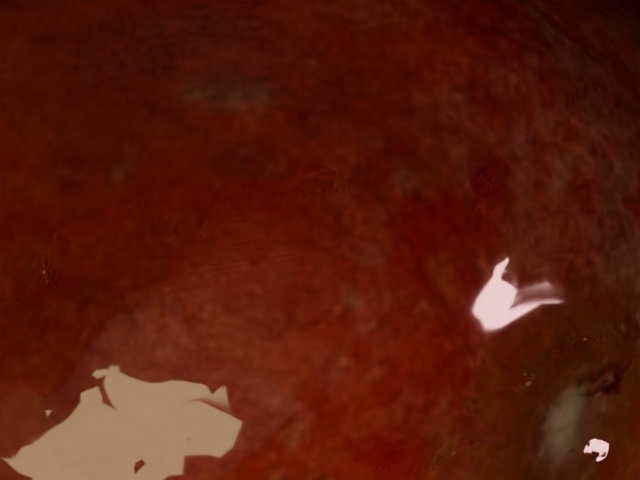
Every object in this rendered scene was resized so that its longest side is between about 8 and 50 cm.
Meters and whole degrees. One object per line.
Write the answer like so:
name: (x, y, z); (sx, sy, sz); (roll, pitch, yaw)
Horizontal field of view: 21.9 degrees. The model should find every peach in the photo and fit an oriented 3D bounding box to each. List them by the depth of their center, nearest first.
peach: (0.000, 0.000, 0.417); (0.257, 0.232, 0.232); (-7, 125, 17)
